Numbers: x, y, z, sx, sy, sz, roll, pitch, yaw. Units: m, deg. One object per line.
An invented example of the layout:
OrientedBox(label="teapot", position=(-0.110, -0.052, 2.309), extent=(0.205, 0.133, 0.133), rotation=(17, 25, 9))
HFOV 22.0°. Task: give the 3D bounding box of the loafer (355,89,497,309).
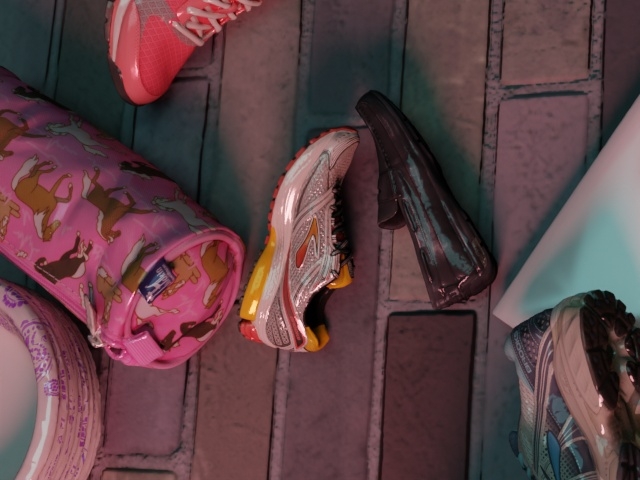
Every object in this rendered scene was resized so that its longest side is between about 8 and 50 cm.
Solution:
OrientedBox(label="loafer", position=(0.083, -0.040, 1.533), extent=(0.078, 0.076, 0.223), rotation=(-31, 71, 7))

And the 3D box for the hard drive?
OrientedBox(label="hard drive", position=(0.317, -0.007, 1.439), extent=(0.203, 0.040, 0.308), rotation=(36, 94, 27))

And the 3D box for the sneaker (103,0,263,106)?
OrientedBox(label="sneaker", position=(-0.105, -0.269, 1.649), extent=(0.136, 0.116, 0.314), rotation=(28, 91, 25))

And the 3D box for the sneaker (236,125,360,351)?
OrientedBox(label="sneaker", position=(0.000, 0.000, 1.560), extent=(0.092, 0.088, 0.225), rotation=(21, 103, 20))

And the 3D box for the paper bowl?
OrientedBox(label="paper bowl", position=(-0.347, 0.176, 1.641), extent=(0.284, 0.148, 0.284), rotation=(-6, 76, 24))

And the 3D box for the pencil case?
OrientedBox(label="pencil case", position=(-0.257, -0.033, 1.641), extent=(0.386, 0.167, 0.160), rotation=(35, 113, 27))

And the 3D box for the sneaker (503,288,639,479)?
OrientedBox(label="sneaker", position=(0.228, 0.189, 1.389), extent=(0.122, 0.110, 0.283), rotation=(-19, 77, 46))
